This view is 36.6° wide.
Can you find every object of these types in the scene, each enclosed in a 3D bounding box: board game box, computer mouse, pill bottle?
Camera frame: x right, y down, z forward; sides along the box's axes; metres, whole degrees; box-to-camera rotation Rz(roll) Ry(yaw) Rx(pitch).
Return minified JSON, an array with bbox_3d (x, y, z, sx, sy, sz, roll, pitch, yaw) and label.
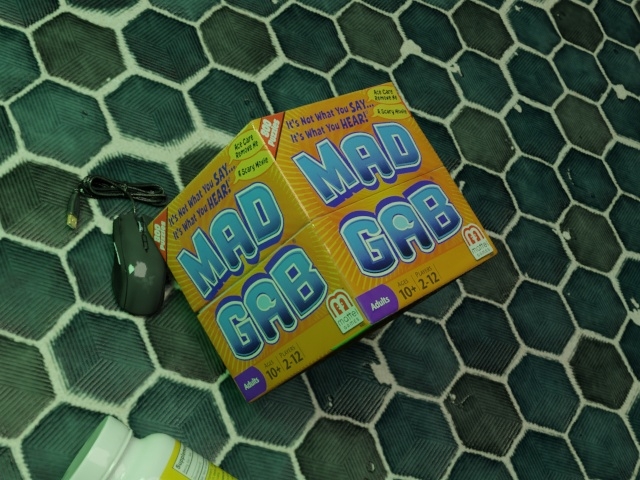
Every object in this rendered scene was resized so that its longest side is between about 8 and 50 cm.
[{"bbox_3d":[0.000,0.000,1.655,0.356,0.356,0.356,-23,79,-45],"label":"board game box"},{"bbox_3d":[-0.346,-0.005,1.674,0.184,0.060,0.262,11,61,-26],"label":"computer mouse"},{"bbox_3d":[-0.219,0.412,1.455,0.334,0.188,0.188,35,54,-9],"label":"pill bottle"}]
